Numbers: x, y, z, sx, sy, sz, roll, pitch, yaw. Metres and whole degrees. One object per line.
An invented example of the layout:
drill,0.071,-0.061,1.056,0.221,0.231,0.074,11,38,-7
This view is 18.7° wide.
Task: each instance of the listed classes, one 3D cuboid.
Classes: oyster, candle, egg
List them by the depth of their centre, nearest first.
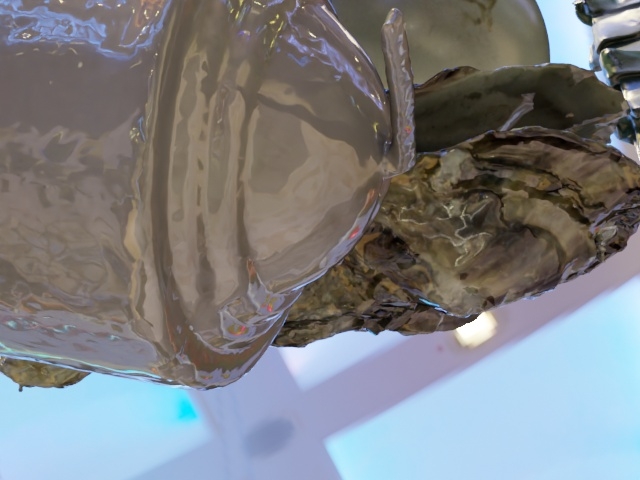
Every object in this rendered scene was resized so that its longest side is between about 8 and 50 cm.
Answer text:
candle,-0.111,-0.050,0.814,0.342,0.221,0.221,10,-40,19
oyster,-0.005,-0.001,1.007,0.351,0.158,0.162,-17,-55,5
egg,0.049,-0.154,1.440,0.183,0.264,0.183,-35,-39,-35

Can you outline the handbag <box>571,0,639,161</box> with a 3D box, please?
handbag,0.322,-0.159,1.475,0.238,0.326,0.089,-14,-66,6
